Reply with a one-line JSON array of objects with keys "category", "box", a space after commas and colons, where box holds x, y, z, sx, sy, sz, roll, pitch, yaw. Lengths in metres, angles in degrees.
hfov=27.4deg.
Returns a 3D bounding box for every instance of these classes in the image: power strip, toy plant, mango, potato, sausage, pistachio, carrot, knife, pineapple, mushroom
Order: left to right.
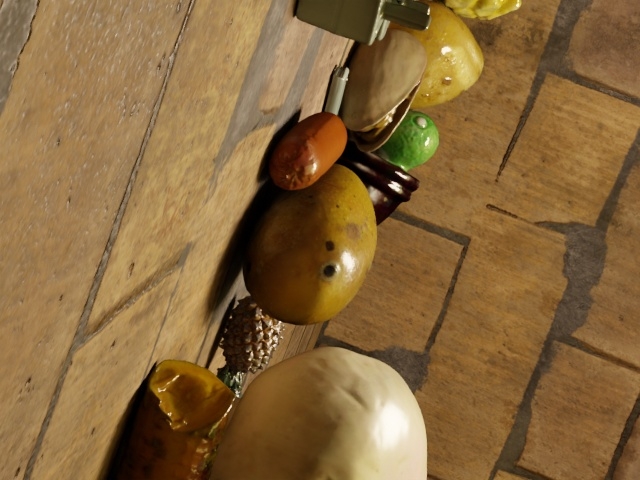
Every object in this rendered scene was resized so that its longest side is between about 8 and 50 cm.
[{"category": "carrot", "box": [-0.182, 0.288, 1.453, 0.114, 0.114, 0.301, -50, 159, -75]}, {"category": "pineapple", "box": [-0.111, 0.169, 1.872, 0.103, 0.083, 0.221, -36, 150, -80]}, {"category": "mushroom", "box": [-0.039, 0.293, 1.602, 0.325, 0.353, 0.353, -74, -176, -74]}, {"category": "sausage", "box": [-0.017, -0.115, 1.698, 0.197, 0.076, 0.076, -54, 165, -66]}, {"category": "mango", "box": [-0.007, -0.006, 1.764, 0.329, 0.177, 0.175, -61, 145, -60]}, {"category": "knife", "box": [0.021, -0.208, 1.990, 0.162, 0.023, 0.044, 106, 9, -56]}, {"category": "toy plant", "box": [0.091, -0.149, 2.183, 0.175, 0.218, 0.235, 28, 94, -41]}, {"category": "pistachio", "box": [0.096, -0.238, 2.060, 0.129, 0.131, 0.206, 45, 52, -44]}, {"category": "power strip", "box": [0.080, -0.326, 1.475, 0.229, 0.141, 0.261, 106, 5, -47]}, {"category": "potato", "box": [0.173, -0.345, 2.306, 0.158, 0.204, 0.178, 60, 31, -58]}]

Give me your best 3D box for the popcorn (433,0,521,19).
[{"category": "popcorn", "box": [0.279, -0.517, 2.347, 0.249, 0.249, 0.225, -67, -167, -7]}]
